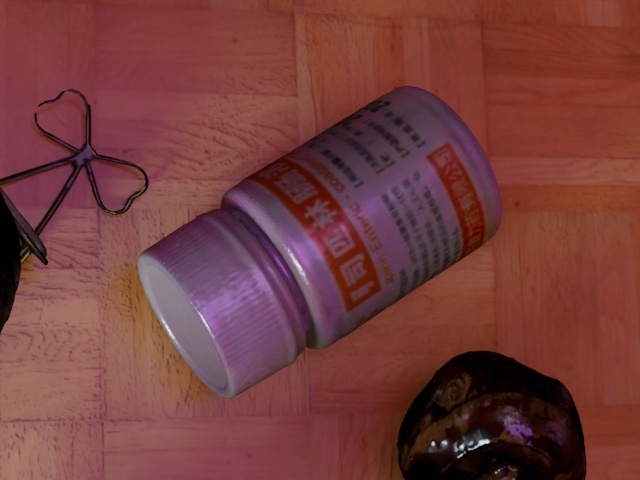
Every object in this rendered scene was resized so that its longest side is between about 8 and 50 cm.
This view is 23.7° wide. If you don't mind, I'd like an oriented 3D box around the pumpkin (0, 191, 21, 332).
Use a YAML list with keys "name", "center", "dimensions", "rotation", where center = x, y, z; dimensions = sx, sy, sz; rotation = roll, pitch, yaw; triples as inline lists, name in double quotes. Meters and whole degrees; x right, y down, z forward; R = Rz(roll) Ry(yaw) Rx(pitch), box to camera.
- name: "pumpkin"
  center: [-0.427, 0.046, 1.490]
  dimensions: [0.295, 0.296, 0.296]
  rotation: [2, 81, -16]

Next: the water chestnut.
- name: "water chestnut"
  center: [0.203, 0.245, 1.781]
  dimensions: [0.223, 0.224, 0.238]
  rotation: [21, 44, -12]

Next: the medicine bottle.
- name: "medicine bottle"
  center: [0.000, 0.000, 1.761]
  dimensions: [0.388, 0.219, 0.219]
  rotation: [-31, 91, -18]

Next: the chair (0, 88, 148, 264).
- name: "chair"
  center: [-0.352, -0.030, 1.699]
  dimensions: [0.325, 0.170, 0.160]
  rotation: [-40, 93, -11]
